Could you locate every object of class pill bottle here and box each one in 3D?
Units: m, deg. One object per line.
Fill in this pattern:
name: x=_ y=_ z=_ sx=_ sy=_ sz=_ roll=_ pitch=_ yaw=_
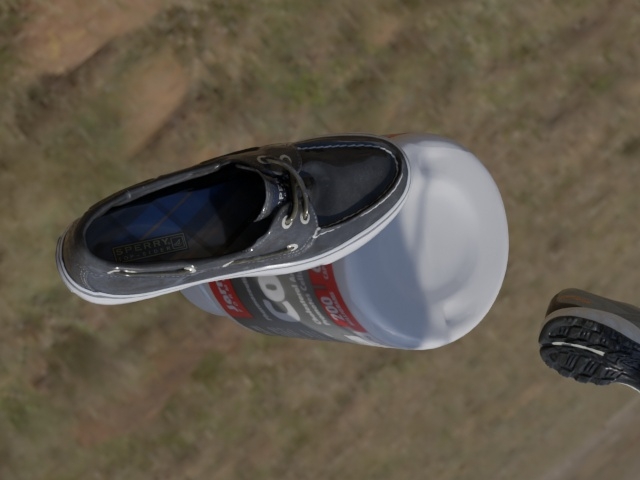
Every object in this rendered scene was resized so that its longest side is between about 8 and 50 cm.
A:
pill bottle: x=0.000 y=0.000 z=1.266 sx=0.161 sy=0.161 sz=0.283 roll=-32 pitch=-162 yaw=-31

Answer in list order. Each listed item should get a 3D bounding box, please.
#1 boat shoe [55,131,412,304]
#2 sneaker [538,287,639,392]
boat shoe: x=-0.045 y=-0.021 z=0.947 sx=0.228 sy=0.080 sz=0.076 roll=-13 pitch=169 yaw=-16
sneaker: x=0.370 y=0.127 z=1.752 sx=0.100 sy=0.271 sz=0.108 roll=-59 pitch=-173 yaw=31
